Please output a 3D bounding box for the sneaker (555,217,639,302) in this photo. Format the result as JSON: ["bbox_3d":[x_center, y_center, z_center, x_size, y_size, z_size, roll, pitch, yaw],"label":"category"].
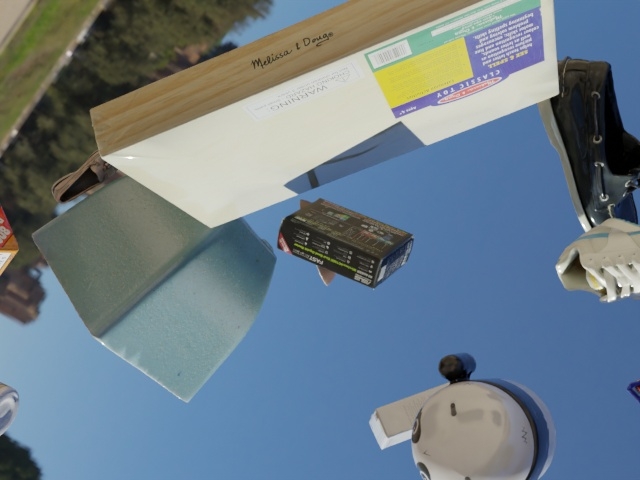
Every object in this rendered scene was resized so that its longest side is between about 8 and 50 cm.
[{"bbox_3d":[0.341,0.030,1.056,0.092,0.087,0.228,-31,-172,-13],"label":"sneaker"}]

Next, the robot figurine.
[{"bbox_3d":[0.229,0.279,1.385,0.173,0.209,0.278,-60,157,7],"label":"robot figurine"}]

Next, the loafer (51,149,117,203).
[{"bbox_3d":[-0.336,-0.094,1.448,0.125,0.045,0.039,-36,-148,-2],"label":"loafer"}]

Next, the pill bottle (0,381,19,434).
[{"bbox_3d":[-0.617,0.270,1.707,0.094,0.169,0.094,19,90,-74],"label":"pill bottle"}]

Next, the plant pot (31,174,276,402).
[{"bbox_3d":[-0.217,0.034,1.452,0.252,0.248,0.247,-42,-129,-2],"label":"plant pot"}]

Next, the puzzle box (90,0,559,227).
[{"bbox_3d":[0.025,-0.134,0.941,0.409,0.052,0.272,-21,163,9],"label":"puzzle box"}]

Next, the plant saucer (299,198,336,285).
[{"bbox_3d":[0.000,0.000,1.838,0.029,0.168,0.168,-17,-152,7],"label":"plant saucer"}]

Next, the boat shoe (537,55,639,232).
[{"bbox_3d":[0.410,-0.117,1.389,0.113,0.340,0.127,-7,-145,34],"label":"boat shoe"}]

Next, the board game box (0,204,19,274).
[{"bbox_3d":[-0.688,-0.017,1.295,0.356,0.356,0.356,-46,-118,29],"label":"board game box"}]

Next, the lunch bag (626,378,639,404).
[{"bbox_3d":[0.604,0.294,1.429,0.138,0.293,0.221,-39,160,24],"label":"lunch bag"}]

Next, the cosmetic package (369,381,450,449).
[{"bbox_3d":[0.245,0.427,2.424,0.231,0.085,0.117,-19,158,-13],"label":"cosmetic package"}]

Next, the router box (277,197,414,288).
[{"bbox_3d":[0.027,0.001,1.065,0.092,0.122,0.038,-32,141,-58],"label":"router box"}]
